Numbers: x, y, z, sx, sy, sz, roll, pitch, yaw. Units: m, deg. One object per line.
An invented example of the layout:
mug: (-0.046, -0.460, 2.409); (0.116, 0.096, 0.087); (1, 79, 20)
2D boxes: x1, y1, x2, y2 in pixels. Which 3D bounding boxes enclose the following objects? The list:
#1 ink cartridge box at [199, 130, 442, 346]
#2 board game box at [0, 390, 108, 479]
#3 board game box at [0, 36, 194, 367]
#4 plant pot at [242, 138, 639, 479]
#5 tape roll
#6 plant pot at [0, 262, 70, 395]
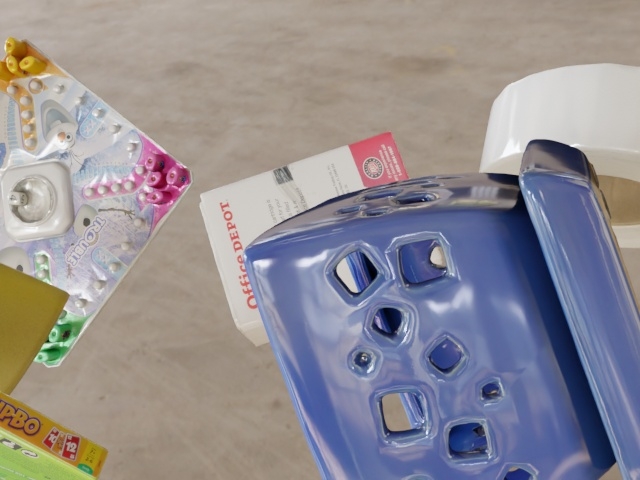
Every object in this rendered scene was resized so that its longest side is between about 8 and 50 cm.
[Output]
ink cartridge box: (0.000, 0.000, 1.009); (0.237, 0.100, 0.172); (-19, 70, -1)
board game box: (-0.297, 0.184, 0.750); (0.259, 0.124, 0.039); (-28, 34, 43)
board game box: (-0.458, -0.064, 1.377); (0.390, 0.390, 0.050); (38, 5, 11)
plant pot: (0.110, 0.059, 0.598); (0.212, 0.236, 0.236); (-20, 6, 18)
tape roll: (0.328, -0.086, 0.989); (0.286, 0.286, 0.100); (5, 71, 23)
plant pot: (-0.462, 0.124, 1.033); (0.212, 0.212, 0.187); (-17, 54, 47)
